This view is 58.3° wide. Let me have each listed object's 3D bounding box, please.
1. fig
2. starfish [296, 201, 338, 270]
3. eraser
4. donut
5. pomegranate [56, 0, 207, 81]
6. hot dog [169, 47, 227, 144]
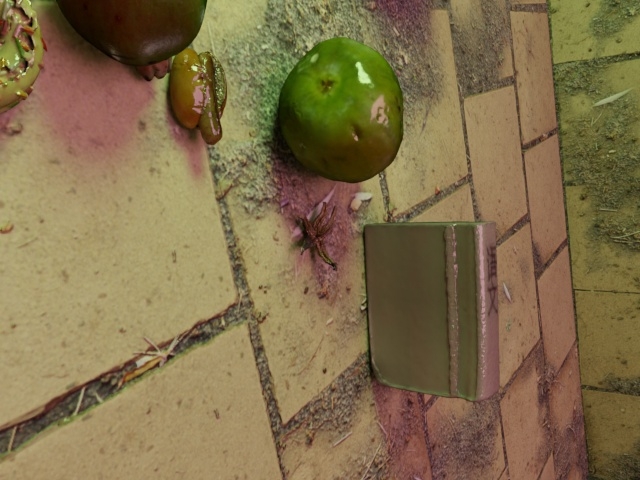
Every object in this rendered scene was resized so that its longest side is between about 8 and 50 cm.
[{"bbox_3d":[0.069,-0.205,1.039,0.314,0.233,0.233,31,65,-42],"label":"fig"},{"bbox_3d":[-0.005,0.001,1.090,0.133,0.041,0.130,-32,106,-41],"label":"starfish"},{"bbox_3d":[0.234,0.139,1.220,0.122,0.272,0.359,-7,97,-55],"label":"eraser"},{"bbox_3d":[-0.369,-0.213,0.596,0.174,0.068,0.175,3,87,-52],"label":"donut"},{"bbox_3d":[-0.229,-0.290,0.720,0.210,0.180,0.180,103,10,-61],"label":"pomegranate"},{"bbox_3d":[-0.178,-0.214,0.852,0.090,0.060,0.140,7,88,-48],"label":"hot dog"}]
